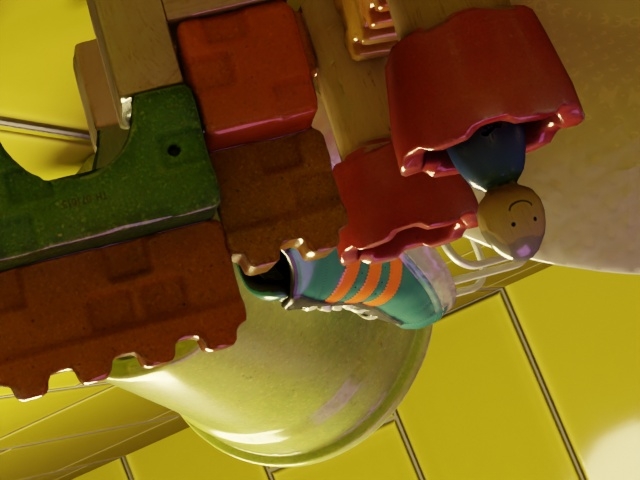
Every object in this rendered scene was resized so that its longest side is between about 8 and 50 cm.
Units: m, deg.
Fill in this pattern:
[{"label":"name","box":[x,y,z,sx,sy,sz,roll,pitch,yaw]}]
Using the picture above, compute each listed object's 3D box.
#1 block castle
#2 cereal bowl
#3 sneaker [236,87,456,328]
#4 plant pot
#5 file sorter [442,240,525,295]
[{"label":"block castle","box":[-0.122,-0.022,0.794,0.453,0.213,0.303,-14,170,-10]},{"label":"cereal bowl","box":[0.206,-0.117,1.055,0.338,0.141,0.339,-2,-153,1]},{"label":"sneaker","box":[0.000,0.000,1.152,0.121,0.108,0.302,-41,145,-1]},{"label":"plant pot","box":[-0.085,0.034,1.297,0.276,0.276,0.254,-26,158,22]},{"label":"file sorter","box":[0.070,-0.020,1.520,0.192,0.173,0.277,-14,168,-41]}]
